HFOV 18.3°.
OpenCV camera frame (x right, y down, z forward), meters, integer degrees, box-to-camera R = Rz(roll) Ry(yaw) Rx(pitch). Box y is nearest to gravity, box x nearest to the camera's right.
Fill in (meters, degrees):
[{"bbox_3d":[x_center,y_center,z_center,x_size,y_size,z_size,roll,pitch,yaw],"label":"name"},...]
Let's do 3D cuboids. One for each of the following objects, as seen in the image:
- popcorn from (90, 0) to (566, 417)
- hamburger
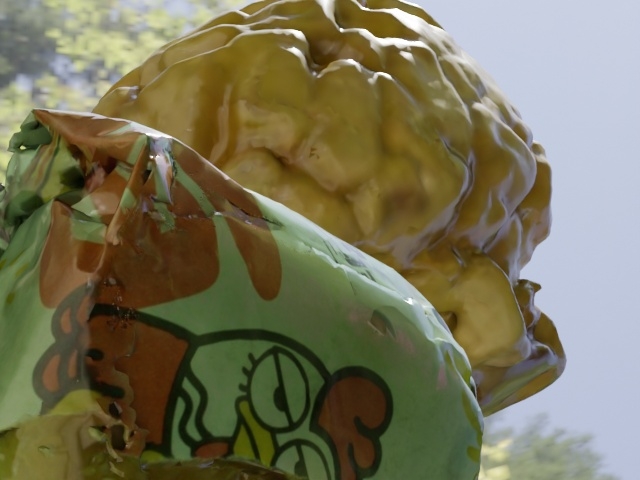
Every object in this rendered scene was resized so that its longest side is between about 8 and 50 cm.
[{"bbox_3d":[-0.015,-0.010,1.438,0.344,0.390,0.354,-19,-134,33],"label":"popcorn"},{"bbox_3d":[-0.047,0.090,0.662,0.125,0.214,0.235,-16,-134,51],"label":"hamburger"}]
